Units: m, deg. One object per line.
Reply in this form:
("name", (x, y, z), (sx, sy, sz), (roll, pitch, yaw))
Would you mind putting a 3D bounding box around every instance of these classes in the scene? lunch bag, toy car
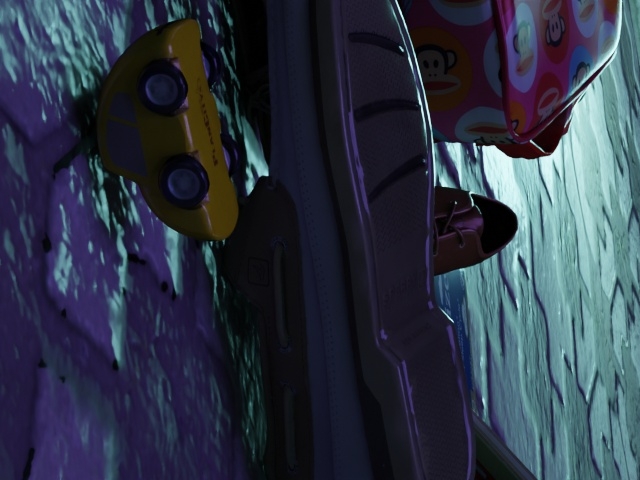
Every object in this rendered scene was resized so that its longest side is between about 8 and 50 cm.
("lunch bag", (0.149, -0.191, 1.545), (0.293, 0.120, 0.258), (-38, 122, -57))
("toy car", (-0.094, -0.133, 0.843), (0.225, 0.053, 0.239), (45, 39, -65))

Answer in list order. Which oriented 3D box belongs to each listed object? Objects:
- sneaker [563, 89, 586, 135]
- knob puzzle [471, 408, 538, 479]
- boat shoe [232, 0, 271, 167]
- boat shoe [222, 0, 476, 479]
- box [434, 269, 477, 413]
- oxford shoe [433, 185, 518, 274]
("sneaker", (0.217, -0.221, 1.930), (0.350, 0.131, 0.148), (-67, 154, -52))
("knob puzzle", (0.096, 0.162, 1.225), (0.030, 0.213, 0.213), (-33, 124, -24))
("boat shoe", (-0.029, -0.106, 1.093), (0.056, 0.048, 0.153), (-9, -97, 60))
("boat shoe", (0.000, 0.000, 1.026), (0.113, 0.103, 0.302), (-12, 95, -62))
("box", (0.067, 0.063, 1.375), (0.225, 0.036, 0.136), (38, 46, -67))
("oxford shoe", (0.055, -0.008, 1.240), (0.212, 0.076, 0.076), (-11, 90, -58))
